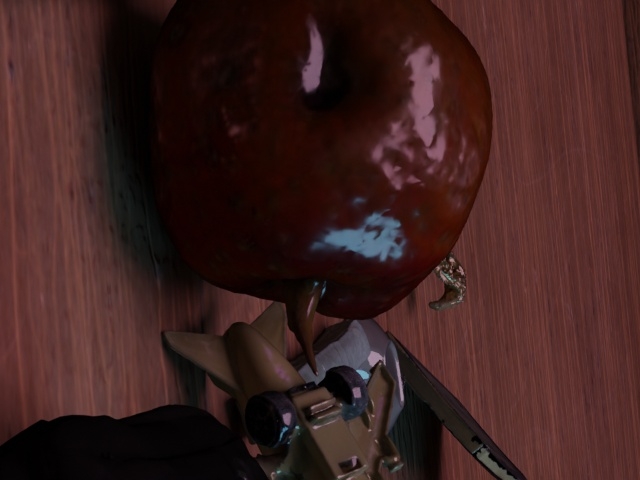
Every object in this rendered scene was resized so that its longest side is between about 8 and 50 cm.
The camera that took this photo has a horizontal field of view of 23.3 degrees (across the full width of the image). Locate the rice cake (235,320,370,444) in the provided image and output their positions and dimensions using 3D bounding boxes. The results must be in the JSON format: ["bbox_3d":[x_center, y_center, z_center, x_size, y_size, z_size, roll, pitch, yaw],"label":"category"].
[{"bbox_3d":[-0.012,0.116,1.297,0.045,0.042,0.245,70,21,-4],"label":"rice cake"}]

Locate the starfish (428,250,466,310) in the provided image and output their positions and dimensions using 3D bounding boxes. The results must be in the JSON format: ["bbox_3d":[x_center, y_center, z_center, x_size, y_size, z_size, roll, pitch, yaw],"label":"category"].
[{"bbox_3d":[0.093,-0.085,1.609,0.299,0.060,0.302,57,39,-39],"label":"starfish"}]

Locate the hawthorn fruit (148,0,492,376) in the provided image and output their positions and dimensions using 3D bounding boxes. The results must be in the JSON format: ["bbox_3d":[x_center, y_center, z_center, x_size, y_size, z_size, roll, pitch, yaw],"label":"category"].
[{"bbox_3d":[-0.007,-0.075,1.104,0.258,0.258,0.262,-31,140,-68],"label":"hawthorn fruit"}]

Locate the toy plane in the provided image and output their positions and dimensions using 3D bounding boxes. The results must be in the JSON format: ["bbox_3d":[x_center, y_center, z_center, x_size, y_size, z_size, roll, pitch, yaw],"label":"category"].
[{"bbox_3d":[-0.006,0.157,1.103,0.242,0.104,0.256,-13,55,-46],"label":"toy plane"}]

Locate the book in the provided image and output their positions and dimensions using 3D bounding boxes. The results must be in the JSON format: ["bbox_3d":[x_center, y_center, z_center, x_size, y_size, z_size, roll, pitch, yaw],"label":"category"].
[{"bbox_3d":[0.142,0.187,1.593,0.157,0.026,0.231,48,2,30],"label":"book"}]

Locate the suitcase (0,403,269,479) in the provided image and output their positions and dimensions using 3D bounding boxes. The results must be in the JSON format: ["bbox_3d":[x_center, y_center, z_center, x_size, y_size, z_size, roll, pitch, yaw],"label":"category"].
[{"bbox_3d":[-0.076,0.262,0.784,0.345,0.188,0.339,62,12,12],"label":"suitcase"}]

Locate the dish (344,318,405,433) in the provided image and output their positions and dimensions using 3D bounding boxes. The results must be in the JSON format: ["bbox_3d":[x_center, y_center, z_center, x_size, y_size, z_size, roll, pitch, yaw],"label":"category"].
[{"bbox_3d":[0.056,0.132,1.475,0.091,0.039,0.137,-49,128,-63],"label":"dish"}]
